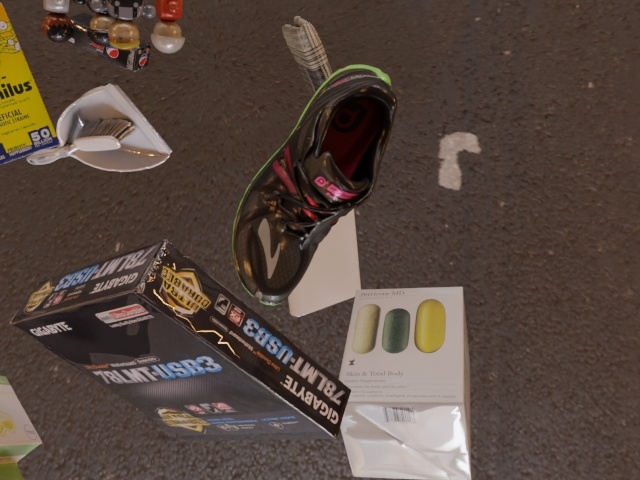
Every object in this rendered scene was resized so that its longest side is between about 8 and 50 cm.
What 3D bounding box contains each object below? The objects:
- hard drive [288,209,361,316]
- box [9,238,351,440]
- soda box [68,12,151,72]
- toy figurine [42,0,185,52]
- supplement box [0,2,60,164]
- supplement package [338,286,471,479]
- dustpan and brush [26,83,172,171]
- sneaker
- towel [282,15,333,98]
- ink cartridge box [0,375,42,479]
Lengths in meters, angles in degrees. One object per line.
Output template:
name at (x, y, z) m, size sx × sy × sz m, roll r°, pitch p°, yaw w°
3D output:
hard drive at (0.000, 0.000, 1.748) m, size 0.233 × 0.047 × 0.353 m, roll -15°, pitch 105°, yaw -39°
box at (-0.165, 0.136, 0.765) m, size 0.293 × 0.295 × 0.073 m, roll 44°, pitch 50°, yaw -30°
soda box at (-0.441, -0.413, 1.373) m, size 0.169 × 0.060 × 0.053 m, roll 27°, pitch 125°, yaw 7°
toy figurine at (-0.351, -0.393, 1.119) m, size 0.213 × 0.209 × 0.148 m, roll 12°, pitch 112°, yaw 13°
supplement box at (-0.812, -0.386, 1.611) m, size 0.194 × 0.195 × 0.357 m, roll -26°, pitch 125°, yaw -21°
supplement package at (0.153, 0.239, 1.133) m, size 0.199 × 0.263 × 0.198 m, roll -3°, pitch 126°, yaw 14°
dustpan and brush at (-0.344, -0.143, 0.961) m, size 0.211 × 0.060 × 0.147 m, roll -2°, pitch 143°, yaw 29°
sneaker at (-0.018, -0.098, 1.194) m, size 0.185 × 0.202 × 0.483 m, roll 24°, pitch 100°, yaw -16°
towel at (0.005, -0.369, 1.553) m, size 0.056 × 0.324 × 0.312 m, roll -26°, pitch 112°, yaw -1°
ink cartridge box at (-0.430, 0.283, 0.868) m, size 0.056 × 0.171 × 0.235 m, roll -38°, pitch 73°, yaw -4°
